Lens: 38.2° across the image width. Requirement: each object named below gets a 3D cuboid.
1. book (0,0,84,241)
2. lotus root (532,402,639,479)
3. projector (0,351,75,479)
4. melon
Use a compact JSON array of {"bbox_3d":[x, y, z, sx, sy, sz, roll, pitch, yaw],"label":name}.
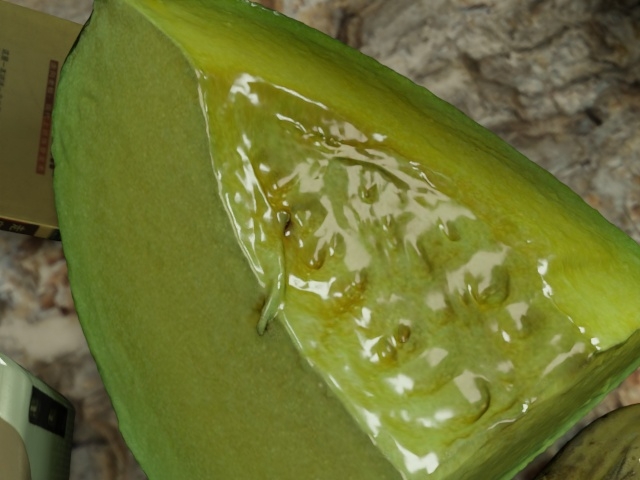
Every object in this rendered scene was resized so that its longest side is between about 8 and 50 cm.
[{"bbox_3d":[-0.237,-0.092,0.584,0.230,0.026,0.161,13,63,-26],"label":"book"},{"bbox_3d":[0.172,0.178,0.580,0.179,0.089,0.080,-43,120,-17],"label":"lotus root"},{"bbox_3d":[-0.219,0.149,0.469,0.163,0.242,0.177,2,74,-7],"label":"projector"},{"bbox_3d":[0.000,0.000,0.551,0.331,0.226,0.343,-37,69,-3],"label":"melon"}]
